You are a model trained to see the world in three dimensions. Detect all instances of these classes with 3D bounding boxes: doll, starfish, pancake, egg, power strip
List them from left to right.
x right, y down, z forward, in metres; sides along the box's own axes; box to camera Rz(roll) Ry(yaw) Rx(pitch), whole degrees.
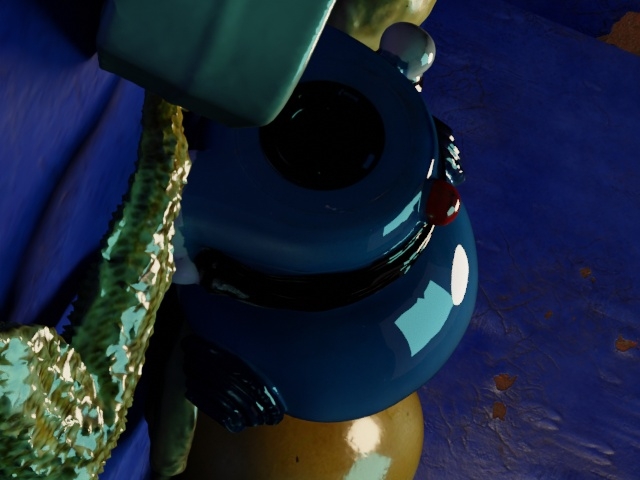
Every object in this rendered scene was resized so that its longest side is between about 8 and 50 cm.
[{"bbox_3d":[-0.141,0.097,0.627,0.347,0.078,0.358,-68,178,-51],"label":"starfish"},{"bbox_3d":[-0.122,0.098,1.134,0.242,0.050,0.242,-167,-90,-85],"label":"pancake"},{"bbox_3d":[-0.025,-0.168,0.458,0.261,0.141,0.230,-155,-92,-79],"label":"power strip"},{"bbox_3d":[-0.021,0.248,1.547,0.351,0.282,0.283,-22,142,-48],"label":"egg"},{"bbox_3d":[0.000,0.000,0.899,0.284,0.240,0.310,-50,165,-21],"label":"doll"}]

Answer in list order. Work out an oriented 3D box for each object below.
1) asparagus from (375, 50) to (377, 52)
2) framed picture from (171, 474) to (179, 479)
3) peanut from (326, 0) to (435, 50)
[{"bbox_3d":[0.009,-0.081,1.249,0.108,0.128,0.382,-21,-152,30],"label":"asparagus"},{"bbox_3d":[-0.156,0.230,1.748,0.192,0.018,0.265,-62,174,-49],"label":"framed picture"},{"bbox_3d":[0.087,-0.300,1.051,0.306,0.147,0.147,-63,176,-9],"label":"peanut"}]
